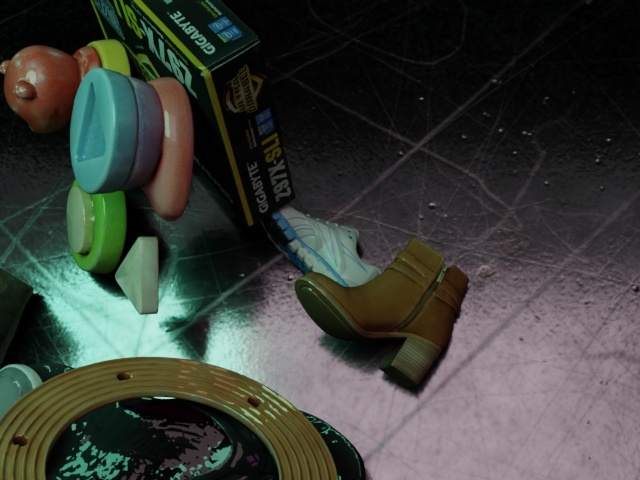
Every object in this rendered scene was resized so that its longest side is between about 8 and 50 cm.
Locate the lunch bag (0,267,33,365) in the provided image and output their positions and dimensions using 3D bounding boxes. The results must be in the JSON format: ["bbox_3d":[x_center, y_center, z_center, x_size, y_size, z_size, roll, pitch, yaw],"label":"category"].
[{"bbox_3d":[-0.482,0.131,1.158,0.169,0.235,0.287,16,74,19],"label":"lunch bag"}]

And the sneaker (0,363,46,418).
[{"bbox_3d":[-0.416,0.261,1.102,0.123,0.178,0.296,22,87,29],"label":"sneaker"}]

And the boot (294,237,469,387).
[{"bbox_3d":[0.074,0.055,1.186,0.197,0.073,0.152,40,67,-21],"label":"boot"}]

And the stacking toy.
[{"bbox_3d":[-0.270,-0.078,1.162,0.309,0.130,0.280,31,115,53],"label":"stacking toy"}]

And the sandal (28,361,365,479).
[{"bbox_3d":[-0.175,0.237,1.139,0.445,0.107,0.168,8,70,15],"label":"sandal"}]

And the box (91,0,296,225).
[{"bbox_3d":[-0.161,-0.205,1.201,0.079,0.257,0.322,-32,56,-16],"label":"box"}]

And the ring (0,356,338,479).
[{"bbox_3d":[-0.148,0.225,0.982,0.336,0.032,0.337,9,30,-5],"label":"ring"}]

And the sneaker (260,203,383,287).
[{"bbox_3d":[0.000,0.000,1.251,0.083,0.071,0.191,-39,79,-15],"label":"sneaker"}]
